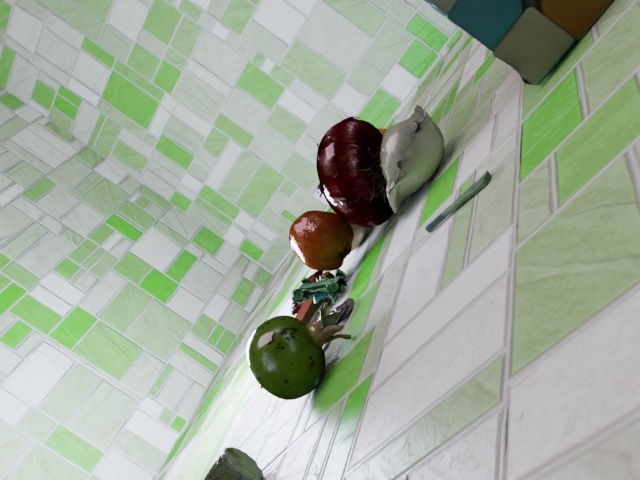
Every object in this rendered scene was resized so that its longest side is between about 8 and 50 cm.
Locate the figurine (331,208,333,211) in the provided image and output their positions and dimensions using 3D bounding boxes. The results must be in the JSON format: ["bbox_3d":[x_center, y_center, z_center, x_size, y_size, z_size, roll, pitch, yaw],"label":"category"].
[{"bbox_3d":[0.121,-0.187,2.133,0.154,0.180,0.262,-28,-52,-67],"label":"figurine"}]

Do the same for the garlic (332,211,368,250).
[{"bbox_3d":[0.071,-0.054,2.004,0.245,0.164,0.145,-51,-12,-16],"label":"garlic"}]

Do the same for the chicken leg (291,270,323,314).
[{"bbox_3d":[-0.044,0.171,2.246,0.205,0.053,0.093,-53,-10,-16],"label":"chicken leg"}]

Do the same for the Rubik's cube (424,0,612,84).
[{"bbox_3d":[0.402,-0.569,1.326,0.344,0.347,0.346,-52,7,21],"label":"Rubik's cube"}]

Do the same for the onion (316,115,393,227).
[{"bbox_3d":[0.095,-0.186,1.806,0.232,0.314,0.314,-11,31,30],"label":"onion"}]

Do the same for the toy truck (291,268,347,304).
[{"bbox_3d":[0.002,0.140,1.773,0.154,0.078,0.080,-15,19,28],"label":"toy truck"}]

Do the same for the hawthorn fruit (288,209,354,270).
[{"bbox_3d":[0.000,0.000,1.841,0.189,0.189,0.189,-54,6,8],"label":"hawthorn fruit"}]

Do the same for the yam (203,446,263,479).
[{"bbox_3d":[-0.192,0.499,1.299,0.183,0.107,0.107,-55,5,16],"label":"yam"}]

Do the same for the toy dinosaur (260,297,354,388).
[{"bbox_3d":[-0.033,0.242,1.568,0.294,0.077,0.162,-55,6,-2],"label":"toy dinosaur"}]

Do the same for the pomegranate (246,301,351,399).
[{"bbox_3d":[-0.045,0.229,1.374,0.224,0.181,0.181,-34,8,6],"label":"pomegranate"}]

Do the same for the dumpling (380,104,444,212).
[{"bbox_3d":[0.228,-0.202,1.688,0.243,0.175,0.227,-39,-25,-4],"label":"dumpling"}]

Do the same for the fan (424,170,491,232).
[{"bbox_3d":[0.262,-0.070,1.248,0.193,0.016,0.038,-47,7,48],"label":"fan"}]

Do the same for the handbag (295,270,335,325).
[{"bbox_3d":[-0.014,0.182,1.871,0.190,0.063,0.127,-60,7,-16],"label":"handbag"}]

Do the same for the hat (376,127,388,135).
[{"bbox_3d":[0.226,-0.324,2.221,0.233,0.233,0.244,-28,61,30],"label":"hat"}]
